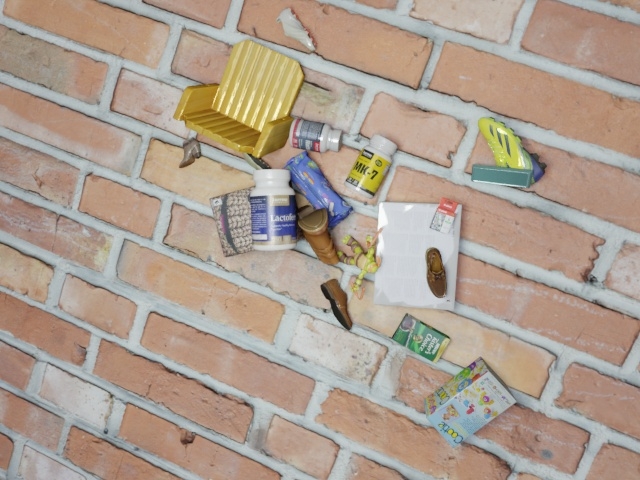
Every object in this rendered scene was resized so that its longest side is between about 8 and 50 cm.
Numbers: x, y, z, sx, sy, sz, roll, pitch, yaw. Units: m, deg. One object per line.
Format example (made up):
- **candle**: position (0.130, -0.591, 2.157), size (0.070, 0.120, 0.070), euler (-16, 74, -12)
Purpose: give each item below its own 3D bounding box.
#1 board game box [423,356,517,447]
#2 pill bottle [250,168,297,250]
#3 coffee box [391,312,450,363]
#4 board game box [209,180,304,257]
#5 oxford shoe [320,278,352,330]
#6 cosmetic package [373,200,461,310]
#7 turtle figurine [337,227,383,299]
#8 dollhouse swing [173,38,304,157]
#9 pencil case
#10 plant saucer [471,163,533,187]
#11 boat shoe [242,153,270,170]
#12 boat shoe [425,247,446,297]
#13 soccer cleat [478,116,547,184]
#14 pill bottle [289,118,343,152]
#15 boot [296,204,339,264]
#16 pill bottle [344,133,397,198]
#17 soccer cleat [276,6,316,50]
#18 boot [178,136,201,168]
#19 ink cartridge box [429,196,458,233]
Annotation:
- **board game box**: position (0.525, 0.574, 1.462), size (0.275, 0.142, 0.144), euler (-42, 87, 11)
- **pill bottle**: position (-0.159, -0.102, 1.376), size (0.153, 0.153, 0.264), euler (-2, 95, 10)
- **coffee box**: position (0.375, 0.364, 1.522), size (0.184, 0.040, 0.113), euler (30, 99, 7)
- **board game box**: position (-0.234, -0.084, 1.542), size (0.291, 0.141, 0.231), euler (-14, 92, 11)
- **oxford shoe**: position (0.079, 0.243, 1.555), size (0.076, 0.076, 0.212), euler (-30, 102, -28)
- **cosmetic package**: position (0.344, 0.051, 1.473), size (0.285, 0.097, 0.376), euler (4, 95, 11)
- **turtle figurine**: position (0.149, 0.057, 1.457), size (0.087, 0.217, 0.269), euler (3, 110, -30)
- **dollhouse swing**: position (-0.269, -0.523, 1.448), size (0.347, 0.315, 0.304), euler (27, 119, 7)
- **pencil case**: position (-0.011, -0.186, 1.499), size (0.119, 0.133, 0.306), euler (-40, 86, 14)
- **plant saucer**: position (0.615, -0.218, 1.396), size (0.192, 0.018, 0.067), euler (12, 128, 27)
- **boat shoe**: position (-0.249, -0.305, 1.578), size (0.133, 0.049, 0.042), euler (42, 67, 13)
- **boat shoe**: position (0.394, 0.114, 1.393), size (0.064, 0.060, 0.177), euler (-10, 93, 9)
- **soccer cleat**: position (0.633, -0.300, 1.394), size (0.289, 0.093, 0.121), euler (46, 107, 4)
- **pill bottle**: position (-0.014, -0.379, 1.494), size (0.180, 0.108, 0.107), euler (12, 97, 9)
- **boot**: position (0.000, 0.000, 1.428), size (0.109, 0.283, 0.220), euler (-30, 108, -12)
- **pill bottle**: position (0.182, -0.265, 1.464), size (0.119, 0.119, 0.208), euler (29, 99, 7)
- **soccer cleat**: position (-0.087, -0.763, 1.499), size (0.076, 0.068, 0.196), euler (-37, 81, 16)
- **boot**: position (-0.529, -0.352, 1.627), size (0.119, 0.042, 0.086), euler (-27, 83, 10)
- **ink cartridge box**: position (0.422, -0.084, 1.388), size (0.063, 0.029, 0.115), euler (20, 97, 7)
